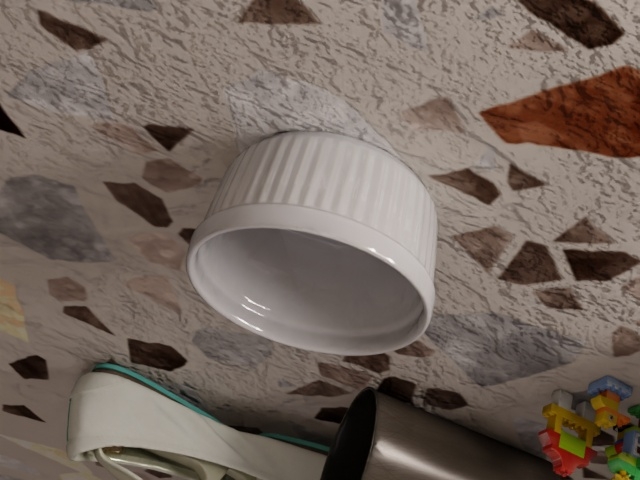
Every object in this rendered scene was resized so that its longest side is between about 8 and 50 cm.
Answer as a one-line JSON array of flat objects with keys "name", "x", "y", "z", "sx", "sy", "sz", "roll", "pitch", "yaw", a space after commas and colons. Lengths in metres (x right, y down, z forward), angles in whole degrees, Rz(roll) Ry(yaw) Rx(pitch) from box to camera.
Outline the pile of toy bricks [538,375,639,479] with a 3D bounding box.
[{"name": "pile of toy bricks", "x": 0.325, "y": 0.222, "z": 1.463, "sx": 0.212, "sy": 0.105, "sz": 0.118, "roll": 26, "pitch": 148, "yaw": -18}]

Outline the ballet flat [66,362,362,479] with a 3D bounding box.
[{"name": "ballet flat", "x": -0.107, "y": 0.271, "z": 1.698, "sx": 0.400, "sy": 0.139, "sz": 0.139, "roll": 23, "pitch": 149, "yaw": -6}]

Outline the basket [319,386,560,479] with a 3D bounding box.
[{"name": "basket", "x": 0.129, "y": 0.273, "z": 1.598, "sx": 0.227, "sy": 0.154, "sz": 0.204, "roll": 17, "pitch": 126, "yaw": -11}]

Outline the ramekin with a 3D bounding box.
[{"name": "ramekin", "x": 0.000, "y": 0.000, "z": 1.234, "sx": 0.207, "sy": 0.109, "sz": 0.207, "roll": 11, "pitch": 149, "yaw": 7}]
